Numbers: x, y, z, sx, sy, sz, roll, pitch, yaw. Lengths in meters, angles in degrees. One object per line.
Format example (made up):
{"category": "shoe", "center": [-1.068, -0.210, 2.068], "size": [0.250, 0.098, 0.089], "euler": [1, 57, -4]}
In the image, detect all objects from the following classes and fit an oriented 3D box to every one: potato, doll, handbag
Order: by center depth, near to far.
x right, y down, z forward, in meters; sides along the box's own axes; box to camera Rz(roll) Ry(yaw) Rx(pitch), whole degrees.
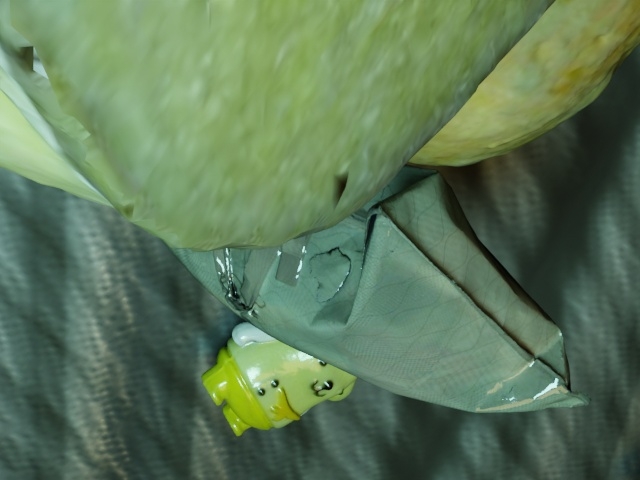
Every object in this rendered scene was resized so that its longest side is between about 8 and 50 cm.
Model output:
{"category": "potato", "center": [-0.049, -0.256, 0.462], "size": [0.442, 0.319, 0.385], "euler": [-52, 157, -16]}
{"category": "handbag", "center": [0.000, 0.000, 0.870], "size": [0.117, 0.270, 0.182], "euler": [-54, 135, -11]}
{"category": "doll", "center": [0.006, 0.067, 1.063], "size": [0.162, 0.062, 0.106], "euler": [-28, 141, 0]}

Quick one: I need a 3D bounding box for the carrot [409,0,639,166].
{"category": "carrot", "center": [0.092, -0.204, 0.735], "size": [0.224, 0.224, 0.341], "euler": [16, 122, -35]}
